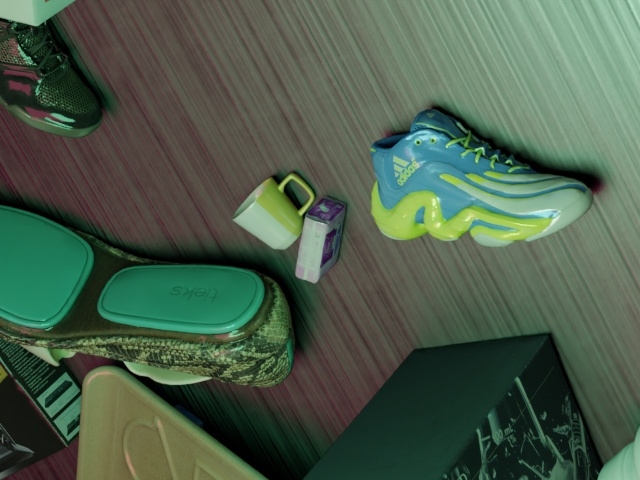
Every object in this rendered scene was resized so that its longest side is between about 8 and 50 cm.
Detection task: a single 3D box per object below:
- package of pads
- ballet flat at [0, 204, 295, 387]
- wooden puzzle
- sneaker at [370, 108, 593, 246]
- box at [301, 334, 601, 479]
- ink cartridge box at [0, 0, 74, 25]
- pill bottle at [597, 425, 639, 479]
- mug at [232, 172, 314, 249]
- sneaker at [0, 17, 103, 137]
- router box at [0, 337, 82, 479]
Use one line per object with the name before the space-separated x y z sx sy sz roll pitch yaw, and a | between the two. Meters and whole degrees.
package of pads | 0.000 0.000 1.778 0.032 0.050 0.083 23 128 17
ballet flat | -0.247 0.087 1.927 0.483 0.164 0.182 12 143 23
wooden puzzle | -0.149 0.344 2.031 0.348 0.080 0.322 29 128 29
sneaker | 0.143 -0.064 1.628 0.240 0.091 0.126 -4 115 34
box | 0.146 0.318 1.692 0.179 0.343 0.312 -11 112 37
ink cartridge box | -0.310 -0.363 1.664 0.168 0.171 0.232 17 126 21
pill bottle | 0.401 0.198 1.586 0.160 0.160 0.283 44 130 1
mug | -0.047 -0.027 1.786 0.064 0.062 0.078 44 138 -10
sneaker | -0.318 -0.215 1.814 0.227 0.087 0.130 45 137 6
router box | -0.464 0.195 2.154 0.309 0.081 0.243 -28 102 39
